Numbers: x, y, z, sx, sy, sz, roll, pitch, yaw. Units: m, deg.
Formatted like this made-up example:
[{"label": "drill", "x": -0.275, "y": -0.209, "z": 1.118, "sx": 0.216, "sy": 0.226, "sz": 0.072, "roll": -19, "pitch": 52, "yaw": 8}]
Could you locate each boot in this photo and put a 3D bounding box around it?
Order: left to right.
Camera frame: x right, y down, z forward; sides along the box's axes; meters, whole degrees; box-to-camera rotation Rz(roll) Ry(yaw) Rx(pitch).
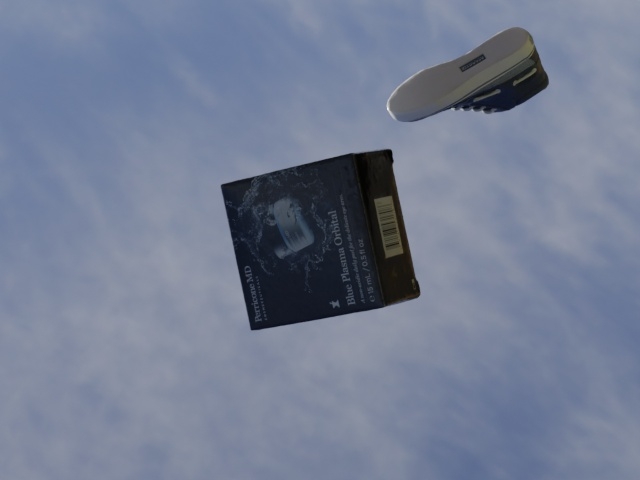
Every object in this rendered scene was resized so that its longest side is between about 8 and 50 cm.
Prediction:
[{"label": "boot", "x": 0.179, "y": -0.174, "z": 1.808, "sx": 0.086, "sy": 0.190, "sz": 0.069, "roll": 55, "pitch": -166, "yaw": -42}]

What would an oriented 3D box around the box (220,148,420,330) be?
[{"label": "box", "x": 0.000, "y": 0.000, "z": 1.529, "sx": 0.093, "sy": 0.158, "sz": 0.156, "roll": -13, "pitch": -89, "yaw": -62}]
